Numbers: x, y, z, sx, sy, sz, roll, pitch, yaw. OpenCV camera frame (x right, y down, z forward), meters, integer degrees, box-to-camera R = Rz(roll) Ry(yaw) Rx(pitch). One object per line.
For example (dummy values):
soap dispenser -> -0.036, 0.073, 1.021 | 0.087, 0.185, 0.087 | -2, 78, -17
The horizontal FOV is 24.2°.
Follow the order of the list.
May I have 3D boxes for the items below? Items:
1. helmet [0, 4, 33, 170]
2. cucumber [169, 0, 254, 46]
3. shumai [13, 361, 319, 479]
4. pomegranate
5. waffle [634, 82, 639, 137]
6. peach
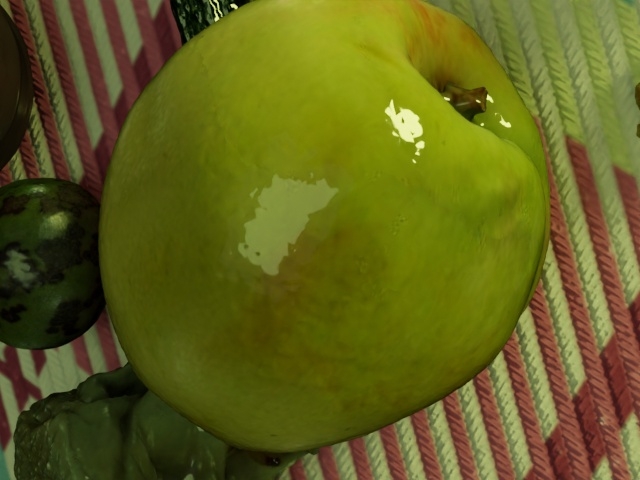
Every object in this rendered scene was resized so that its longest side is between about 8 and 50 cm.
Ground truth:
helmet -> -0.366, -0.129, 1.237 | 0.305, 0.177, 0.225 | 5, 86, 34
cucumber -> -0.083, -0.191, 1.158 | 0.077, 0.077, 0.265 | -10, 95, 25
shumai -> -0.123, 0.209, 1.189 | 0.225, 0.222, 0.261 | 61, 144, 28
pomegranate -> -0.247, 0.010, 1.215 | 0.148, 0.169, 0.149 | -35, 40, 37
waffle -> 0.310, -0.091, 1.009 | 0.192, 0.046, 0.161 | -24, 87, 26
peach -> 0.001, -0.008, 1.019 | 0.315, 0.281, 0.314 | -32, 103, 15
